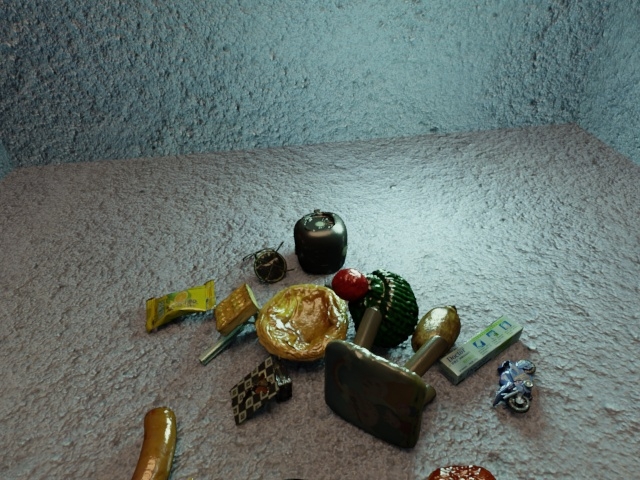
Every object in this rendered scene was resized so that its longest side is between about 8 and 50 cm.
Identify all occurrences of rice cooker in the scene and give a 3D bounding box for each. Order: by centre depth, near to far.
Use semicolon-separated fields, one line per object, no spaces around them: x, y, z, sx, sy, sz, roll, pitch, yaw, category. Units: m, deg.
0.000;0.000;1.898;0.267;0.224;0.267;-4;35;3;rice cooker

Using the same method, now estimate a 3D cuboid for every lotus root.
0.414;0.314;1.496;0.145;0.128;0.260;-12;25;47;lotus root

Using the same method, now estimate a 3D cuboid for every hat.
0.164;0.212;1.485;0.332;0.242;0.274;28;32;-29;hat

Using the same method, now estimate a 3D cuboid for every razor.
-0.329;0.354;1.574;0.278;0.111;0.056;-35;35;-23;razor

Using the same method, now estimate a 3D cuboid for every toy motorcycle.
0.613;0.451;1.349;0.114;0.076;0.205;7;39;30;toy motorcycle

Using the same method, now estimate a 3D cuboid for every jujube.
0.363;0.639;1.092;0.176;0.109;0.112;-6;-1;10;jujube

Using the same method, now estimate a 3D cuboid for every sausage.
-0.470;0.612;1.213;0.109;0.108;0.270;-6;36;-3;sausage

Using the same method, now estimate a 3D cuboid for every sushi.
-0.206;0.484;1.362;0.201;0.031;0.139;-41;40;13;sushi

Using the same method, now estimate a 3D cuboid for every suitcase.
-0.138;0.457;1.399;0.059;0.086;0.126;-13;35;-23;suitcase

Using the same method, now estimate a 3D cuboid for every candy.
-0.566;0.255;1.715;0.297;0.081;0.187;-21;38;-2;candy

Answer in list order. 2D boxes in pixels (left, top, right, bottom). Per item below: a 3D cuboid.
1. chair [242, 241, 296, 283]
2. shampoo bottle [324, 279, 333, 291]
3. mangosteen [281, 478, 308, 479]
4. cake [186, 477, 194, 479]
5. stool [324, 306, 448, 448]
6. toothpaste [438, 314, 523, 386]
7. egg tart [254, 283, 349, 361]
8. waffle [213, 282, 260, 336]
-0.223;0.103;1.861;0.160;0.170;0.326;-24;-3;-19;chair
0.132;0.201;1.754;0.234;0.049;0.087;6;39;14;shampoo bottle
-0.069;0.687;0.990;0.243;0.242;0.243;-3;36;2;mangosteen
-0.344;0.689;0.931;0.228;0.286;0.222;-18;38;-18;cake
0.189;0.400;1.272;0.310;0.310;0.226;19;35;26;stool
0.554;0.372;1.465;0.337;0.067;0.081;-25;41;-25;toothpaste
-0.062;0.309;1.545;0.352;0.150;0.352;-2;39;1;egg tart
-0.319;0.256;1.601;0.168;0.057;0.274;-40;17;-7;waffle
